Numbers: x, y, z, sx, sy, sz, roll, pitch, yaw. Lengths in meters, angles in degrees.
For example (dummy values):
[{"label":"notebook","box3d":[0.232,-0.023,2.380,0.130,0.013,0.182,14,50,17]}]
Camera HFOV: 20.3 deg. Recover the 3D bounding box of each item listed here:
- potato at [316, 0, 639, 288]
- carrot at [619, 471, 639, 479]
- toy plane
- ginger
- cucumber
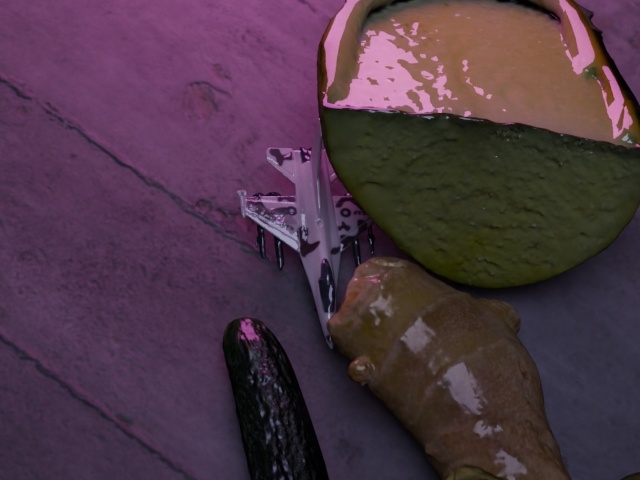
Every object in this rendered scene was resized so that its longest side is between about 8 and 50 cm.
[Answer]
[{"label":"potato","box3d":[0.154,-0.124,1.833,0.330,0.212,0.280,7,44,-1]},{"label":"carrot","box3d":[0.425,0.249,1.743,0.298,0.078,0.078,-6,67,-11]},{"label":"toy plane","box3d":[-0.004,-0.002,1.822,0.160,0.082,0.234,-1,81,-15]},{"label":"ginger","box3d":[0.144,0.164,1.731,0.190,0.126,0.354,-19,72,-27]},{"label":"cucumber","box3d":[-0.043,0.182,1.735,0.074,0.074,0.241,-12,66,-9]}]
